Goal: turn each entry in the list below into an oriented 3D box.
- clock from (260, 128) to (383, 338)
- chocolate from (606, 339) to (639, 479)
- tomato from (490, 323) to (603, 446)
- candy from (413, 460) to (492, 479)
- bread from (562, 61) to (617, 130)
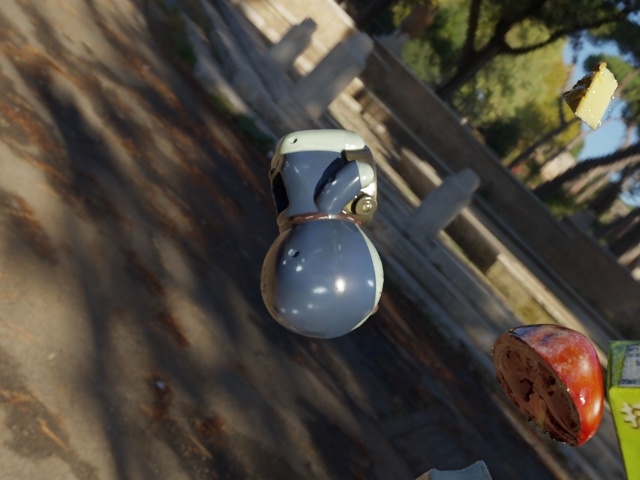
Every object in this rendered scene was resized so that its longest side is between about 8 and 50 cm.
[{"bbox_3d":[0.000,0.000,1.127,0.146,0.243,0.199,3,-18,-17],"label":"clock"},{"bbox_3d":[0.683,0.333,1.673,0.137,0.301,0.288,-49,127,-49],"label":"chocolate"},{"bbox_3d":[0.280,0.157,1.069,0.159,0.091,0.139,40,-28,56],"label":"tomato"},{"bbox_3d":[0.244,0.573,1.565,0.145,0.208,0.358,-1,56,-33],"label":"candy"},{"bbox_3d":[0.560,-0.289,1.858,0.084,0.109,0.080,35,23,-32],"label":"bread"}]
